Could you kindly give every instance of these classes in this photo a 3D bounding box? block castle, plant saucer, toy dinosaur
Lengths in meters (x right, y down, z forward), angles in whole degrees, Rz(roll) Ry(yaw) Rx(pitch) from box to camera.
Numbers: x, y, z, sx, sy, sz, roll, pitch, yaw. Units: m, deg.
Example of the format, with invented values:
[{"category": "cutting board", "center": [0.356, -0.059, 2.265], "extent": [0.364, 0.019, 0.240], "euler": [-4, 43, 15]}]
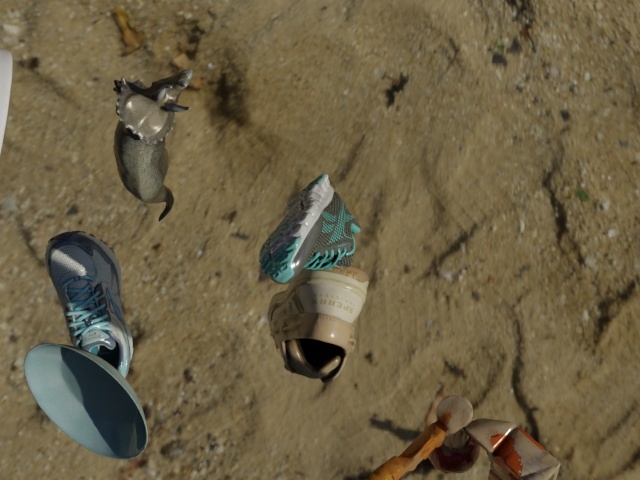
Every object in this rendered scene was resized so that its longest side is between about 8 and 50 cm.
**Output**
[{"category": "block castle", "center": [0.252, 0.469, 1.362], "extent": [0.453, 0.303, 0.213], "euler": [41, 160, 28]}, {"category": "plant saucer", "center": [-0.294, 0.199, 1.234], "extent": [0.195, 0.037, 0.195], "euler": [18, 132, 21]}, {"category": "toy dinosaur", "center": [-0.259, -0.138, 1.388], "extent": [0.121, 0.160, 0.313], "euler": [12, 129, -8]}]

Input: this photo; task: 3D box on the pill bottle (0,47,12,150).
[{"category": "pill bottle", "center": [-0.286, -0.074, 0.440], "extent": [0.264, 0.146, 0.146], "euler": [10, 118, -25]}]

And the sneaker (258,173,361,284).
[{"category": "sneaker", "center": [0.000, 0.000, 0.859], "extent": [0.065, 0.166, 0.076], "euler": [-38, 101, 29]}]

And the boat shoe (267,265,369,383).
[{"category": "boat shoe", "center": [-0.016, 0.127, 1.255], "extent": [0.122, 0.110, 0.341], "euler": [11, 159, -1]}]

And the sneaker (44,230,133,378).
[{"category": "sneaker", "center": [-0.358, 0.116, 1.525], "extent": [0.110, 0.122, 0.283], "euler": [-17, 121, -4]}]
